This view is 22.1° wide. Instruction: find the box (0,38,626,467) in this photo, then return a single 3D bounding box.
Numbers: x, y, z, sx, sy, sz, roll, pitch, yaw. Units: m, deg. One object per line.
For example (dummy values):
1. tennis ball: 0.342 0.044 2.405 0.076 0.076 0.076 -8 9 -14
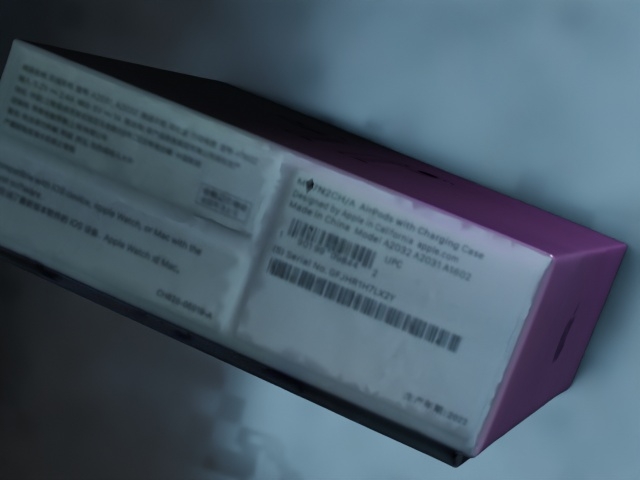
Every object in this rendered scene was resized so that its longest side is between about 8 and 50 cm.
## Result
1. box: 0.000 0.000 0.407 0.130 0.129 0.051 24 98 15
